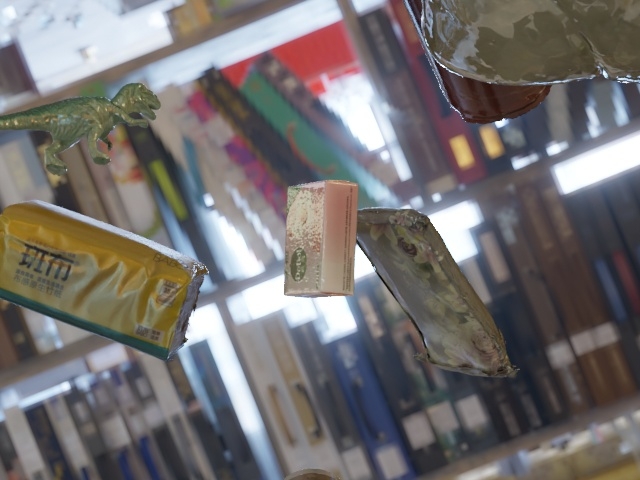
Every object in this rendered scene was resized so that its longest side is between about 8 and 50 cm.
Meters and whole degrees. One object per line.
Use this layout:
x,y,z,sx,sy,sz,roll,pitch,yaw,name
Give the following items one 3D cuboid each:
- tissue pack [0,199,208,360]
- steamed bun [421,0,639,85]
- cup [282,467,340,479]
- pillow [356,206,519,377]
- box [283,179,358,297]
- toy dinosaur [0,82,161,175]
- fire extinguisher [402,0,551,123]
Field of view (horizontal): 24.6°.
-0.296,0.048,1.967,0.271,0.134,0.192,20,3,1,tissue pack
0.247,-0.243,0.930,0.383,0.236,0.247,-45,-25,-23,steamed bun
-0.001,0.264,1.280,0.074,0.102,0.099,-25,15,4,cup
0.132,0.056,1.698,0.059,0.255,0.169,-44,26,-24,pillow
0.000,0.000,1.596,0.043,0.125,0.089,6,-8,-29,box
-0.372,-0.138,2.060,0.383,0.129,0.076,-16,-30,-36,toy dinosaur
0.099,-0.256,1.205,0.107,0.147,0.337,-20,-43,9,fire extinguisher
